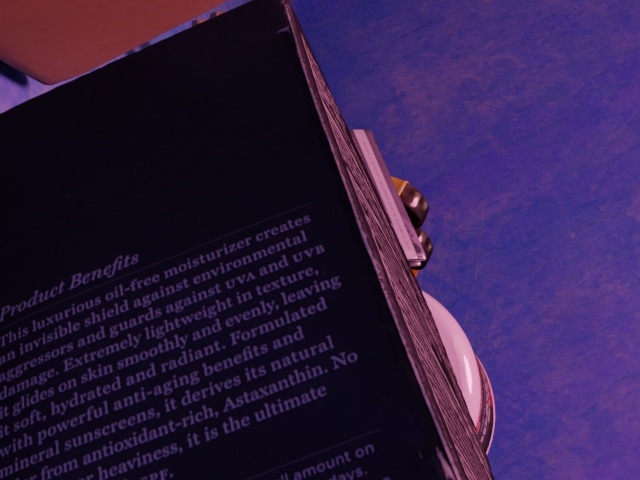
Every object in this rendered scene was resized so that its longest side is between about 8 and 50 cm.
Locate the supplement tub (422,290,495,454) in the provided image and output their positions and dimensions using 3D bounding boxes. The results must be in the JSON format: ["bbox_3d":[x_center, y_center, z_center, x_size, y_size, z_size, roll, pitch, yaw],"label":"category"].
[{"bbox_3d":[0.056,0.148,0.869,0.272,0.191,0.191,47,20,-70],"label":"supplement tub"}]

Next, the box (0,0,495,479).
[{"bbox_3d":[-0.018,0.096,0.490,0.296,0.183,0.294,61,9,-48],"label":"box"}]

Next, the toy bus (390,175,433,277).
[{"bbox_3d":[0.000,0.000,1.057,0.211,0.149,0.220,27,-20,19],"label":"toy bus"}]

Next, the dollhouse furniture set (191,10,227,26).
[{"bbox_3d":[-0.216,-0.278,0.896,0.355,0.174,0.303,-16,95,-55],"label":"dollhouse furniture set"}]

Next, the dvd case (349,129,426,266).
[{"bbox_3d":[-0.027,-0.039,0.891,0.018,0.221,0.164,116,-37,-46],"label":"dvd case"}]

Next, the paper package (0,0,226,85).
[{"bbox_3d":[-0.102,-0.244,0.472,0.325,0.309,0.168,31,35,-77],"label":"paper package"}]
